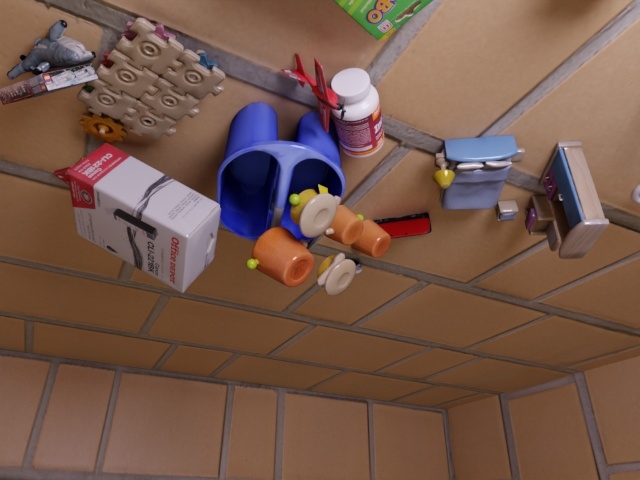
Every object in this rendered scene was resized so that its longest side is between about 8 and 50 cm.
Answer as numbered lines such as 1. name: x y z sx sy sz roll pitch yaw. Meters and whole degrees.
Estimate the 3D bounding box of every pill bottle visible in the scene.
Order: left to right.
1. pill bottle: 0.065 -0.224 0.879 0.086 0.086 0.152 -6 150 11

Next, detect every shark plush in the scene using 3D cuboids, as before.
1. shark plush: -0.445 -0.294 0.791 0.161 0.067 0.073 -4 149 9

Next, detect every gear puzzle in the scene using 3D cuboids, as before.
1. gear puzzle: -0.321 -0.259 0.883 0.175 0.044 0.339 25 145 -38

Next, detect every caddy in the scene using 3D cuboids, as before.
1. caddy: -0.082 -0.108 0.993 0.241 0.179 0.341 7 149 -8

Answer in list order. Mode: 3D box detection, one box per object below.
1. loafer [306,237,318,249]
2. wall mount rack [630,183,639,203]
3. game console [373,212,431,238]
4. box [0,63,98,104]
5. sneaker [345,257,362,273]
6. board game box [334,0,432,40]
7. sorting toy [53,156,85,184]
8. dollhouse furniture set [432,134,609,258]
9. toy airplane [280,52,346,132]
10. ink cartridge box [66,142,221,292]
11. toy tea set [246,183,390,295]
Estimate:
1. loafer: -0.061 -0.023 1.227 0.084 0.096 0.267 18 148 -16
2. wall mount rack: 0.746 -0.191 0.892 0.350 0.130 0.304 -14 150 23
3. game console: 0.204 -0.014 1.237 0.144 0.085 0.124 -7 149 15
4. box: -0.446 -0.255 0.808 0.137 0.094 0.027 -1 116 32
5. sneaker: 0.070 0.073 1.443 0.098 0.038 0.069 -12 147 4
6. board game box: 0.051 -0.366 0.639 0.124 0.039 0.259 -30 147 31
7. sorting toy: -0.494 -0.088 1.167 0.132 0.046 0.274 -10 148 17
8. dollhouse furniture set: 0.383 -0.054 1.055 0.303 0.198 0.286 -2 149 5
9. toy airplane: -0.008 -0.251 0.820 0.028 0.151 0.151 -39 154 -17
10. ink cartridge box: -0.356 -0.041 1.014 0.273 0.114 0.197 27 138 5
11. toy tea set: 0.000 0.000 0.995 0.124 0.200 0.336 35 -171 36
